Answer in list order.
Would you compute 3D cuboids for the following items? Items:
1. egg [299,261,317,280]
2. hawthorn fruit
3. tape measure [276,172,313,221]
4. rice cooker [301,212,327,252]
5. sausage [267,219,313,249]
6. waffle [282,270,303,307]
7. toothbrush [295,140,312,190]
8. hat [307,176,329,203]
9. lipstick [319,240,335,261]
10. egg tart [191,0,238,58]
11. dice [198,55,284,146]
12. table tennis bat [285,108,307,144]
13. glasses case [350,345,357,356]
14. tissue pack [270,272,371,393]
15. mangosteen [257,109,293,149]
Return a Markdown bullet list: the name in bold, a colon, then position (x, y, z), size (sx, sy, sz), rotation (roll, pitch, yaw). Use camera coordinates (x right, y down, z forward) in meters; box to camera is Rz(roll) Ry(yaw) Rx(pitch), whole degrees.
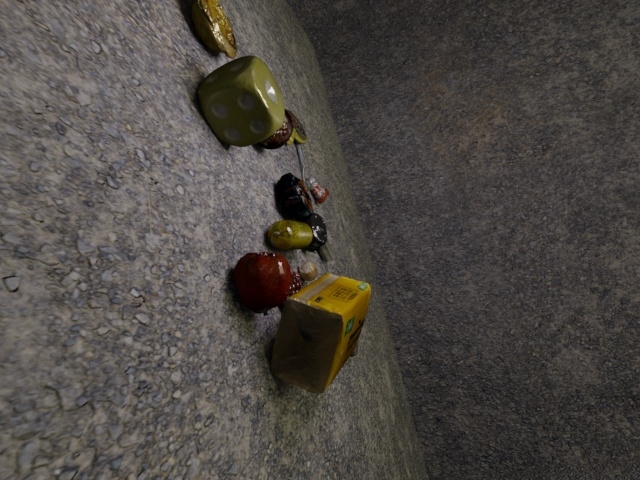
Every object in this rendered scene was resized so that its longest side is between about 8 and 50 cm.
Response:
- **egg**: position (-0.052, 0.141, 1.840), size (0.096, 0.080, 0.080), rotation (51, 27, -47)
- **hawthorn fruit**: position (-0.174, 0.136, 1.285), size (0.185, 0.185, 0.202), rotation (-8, 96, -74)
- **tape measure**: position (-0.118, -0.189, 1.880), size (0.223, 0.135, 0.202), rotation (55, 13, -52)
- **rice cooker**: position (-0.040, -0.040, 1.980), size (0.142, 0.118, 0.202), rotation (27, 48, -47)
- **sausage**: position (-0.120, -0.022, 1.704), size (0.347, 0.123, 0.123), rotation (0, 74, -73)
- **waffle**: position (-0.106, 0.224, 1.627), size (0.234, 0.056, 0.221), rotation (2, 72, -76)
- **toothbrush**: position (-0.108, -0.462, 2.360), size (0.035, 0.042, 0.413), rotation (38, 35, -63)
- **hat**: position (-0.027, -0.304, 2.415), size (0.162, 0.094, 0.112), rotation (44, 17, -24)
- **lipstick**: position (0.000, 0.000, 2.165), size (0.079, 0.078, 0.252), rotation (-81, 150, -55)
- **egg tart**: position (-0.424, -0.837, 1.581), size (0.291, 0.107, 0.290), rotation (-19, 90, -79)
- **dice**: position (-0.278, -0.494, 1.473), size (0.226, 0.233, 0.238), rotation (-89, 155, -44)
- **table tennis bat**: position (-0.157, -0.628, 2.323), size (0.224, 0.054, 0.368), rotation (53, 24, -23)
- **glasses case**: position (0.107, 0.431, 2.060), size (0.137, 0.085, 0.354), rotation (-80, 149, -60)
- **tissue pack**: position (0.016, 0.302, 1.446), size (0.382, 0.228, 0.293), rotation (-20, 127, -68)
- **mangosteen**: position (-0.227, -0.499, 1.796), size (0.217, 0.192, 0.192), rotation (32, -21, 48)
